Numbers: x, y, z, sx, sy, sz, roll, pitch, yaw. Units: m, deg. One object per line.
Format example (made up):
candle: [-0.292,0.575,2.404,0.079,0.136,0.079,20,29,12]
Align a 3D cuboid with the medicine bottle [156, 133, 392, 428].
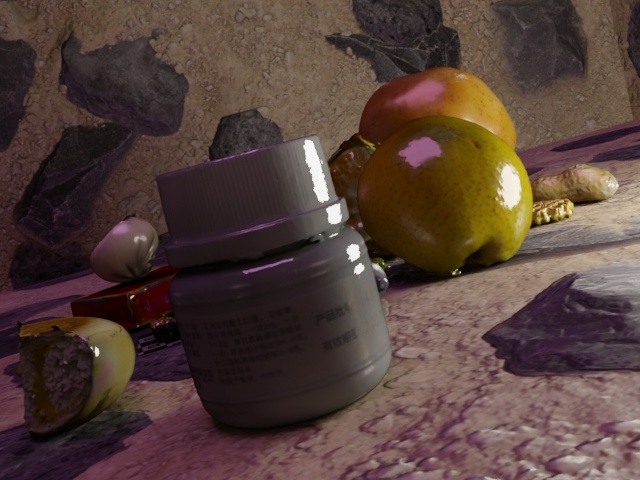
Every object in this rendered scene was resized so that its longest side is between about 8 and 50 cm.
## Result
medicine bottle: [-0.060,0.043,0.954,0.245,0.306,0.245,-14,7,2]

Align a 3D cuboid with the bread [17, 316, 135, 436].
bread: [-0.343,0.185,1.119,0.156,0.157,0.261,-6,3,-20]

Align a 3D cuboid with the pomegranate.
pomegranate: [0.295,-0.243,2.017,0.417,0.416,0.416,-14,7,2]

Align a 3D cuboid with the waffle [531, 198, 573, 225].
waffle: [0.470,-0.058,1.759,0.191,0.038,0.191,-14,8,2]

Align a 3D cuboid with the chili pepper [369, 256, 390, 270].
chili pepper: [0.042,0.072,1.597,0.208,0.043,0.049,-15,20,-4]

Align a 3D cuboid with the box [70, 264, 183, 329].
box: [-0.393,0.127,1.842,0.198,0.089,0.313,-9,8,35]

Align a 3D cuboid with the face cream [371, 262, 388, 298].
face cream: [0.030,0.072,1.423,0.092,0.092,0.311,-18,9,-28]

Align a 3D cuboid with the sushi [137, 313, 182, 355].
sushi: [-0.258,0.151,1.541,0.215,0.050,0.192,-16,7,-11]

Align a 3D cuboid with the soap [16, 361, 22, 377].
soap: [-0.489,0.224,1.457,0.140,0.045,0.089,-15,4,9]

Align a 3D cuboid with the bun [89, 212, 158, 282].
bun: [-0.444,0.033,1.835,0.173,0.120,0.173,-48,-2,-2]

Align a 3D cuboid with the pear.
pear: [0.239,-0.128,1.509,0.341,0.191,0.386,-11,40,-11]

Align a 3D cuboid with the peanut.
peanut: [0.590,-0.124,1.857,0.214,0.099,0.100,-16,5,39]

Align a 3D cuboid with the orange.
orange: [0.131,-0.083,1.798,0.335,0.262,0.196,3,-29,18]
